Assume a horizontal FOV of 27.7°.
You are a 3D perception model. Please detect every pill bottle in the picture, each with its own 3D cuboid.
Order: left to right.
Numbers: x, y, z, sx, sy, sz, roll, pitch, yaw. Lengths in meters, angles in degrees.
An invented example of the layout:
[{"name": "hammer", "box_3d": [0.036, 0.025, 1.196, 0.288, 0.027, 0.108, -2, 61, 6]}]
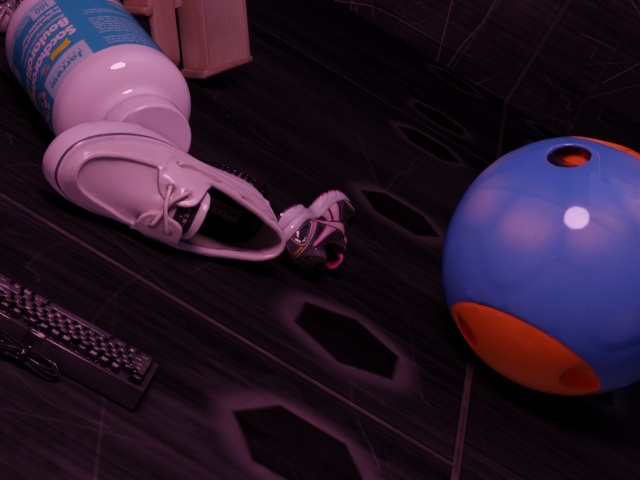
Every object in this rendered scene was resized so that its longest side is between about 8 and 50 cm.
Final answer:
[{"name": "pill bottle", "box_3d": [-0.229, -0.163, 1.375, 0.146, 0.146, 0.264, 16, 22, -39]}]

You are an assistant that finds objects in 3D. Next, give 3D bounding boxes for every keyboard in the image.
[{"name": "keyboard", "box_3d": [-0.211, 0.068, 0.982, 0.180, 0.023, 0.108, 29, 18, -3]}, {"name": "keyboard", "box_3d": [-0.094, -0.055, 1.483, 0.100, 0.038, 0.192, 29, 18, -5]}]

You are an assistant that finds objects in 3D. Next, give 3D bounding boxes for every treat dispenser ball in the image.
[{"name": "treat dispenser ball", "box_3d": [0.278, 0.029, 1.439, 0.288, 0.288, 0.288, 28, 18, -10]}]

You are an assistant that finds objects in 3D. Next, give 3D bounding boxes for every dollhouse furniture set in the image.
[{"name": "dollhouse furniture set", "box_3d": [-0.292, -0.343, 1.938, 0.355, 0.174, 0.303, 8, 22, 33]}]

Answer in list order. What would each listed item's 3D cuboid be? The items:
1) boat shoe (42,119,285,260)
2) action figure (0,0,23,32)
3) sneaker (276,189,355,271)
[{"name": "boat shoe", "box_3d": [-0.144, -0.037, 1.271, 0.267, 0.096, 0.088, 26, 12, -43]}, {"name": "action figure", "box_3d": [-0.355, -0.356, 1.657, 0.185, 0.099, 0.285, 29, 48, -8]}, {"name": "sneaker", "box_3d": [0.000, 0.000, 1.462, 0.077, 0.072, 0.178, 48, 27, 9]}]
